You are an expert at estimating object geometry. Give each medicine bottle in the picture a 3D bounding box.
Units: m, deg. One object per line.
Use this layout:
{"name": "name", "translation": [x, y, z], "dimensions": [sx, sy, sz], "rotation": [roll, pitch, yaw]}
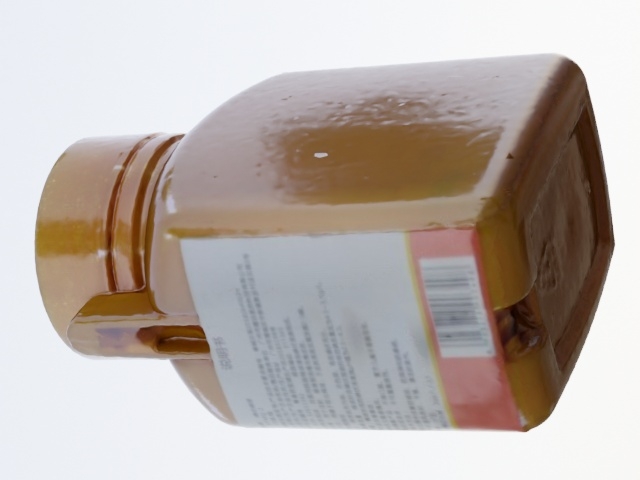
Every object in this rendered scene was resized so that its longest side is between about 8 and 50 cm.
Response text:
{"name": "medicine bottle", "translation": [0.000, 0.001, 0.730], "dimensions": [0.149, 0.222, 0.112], "rotation": [-57, -41, -52]}
